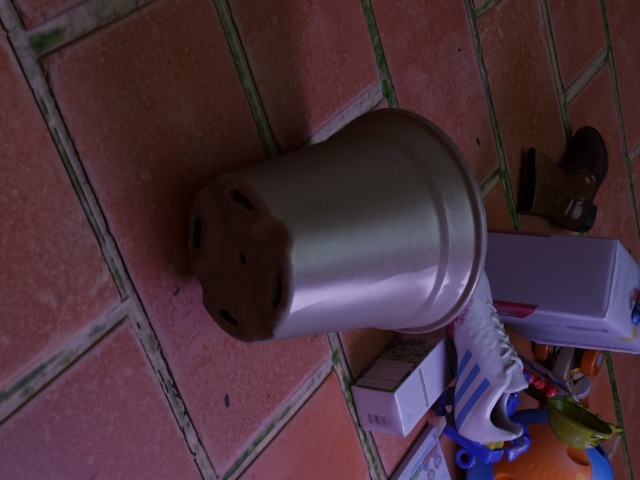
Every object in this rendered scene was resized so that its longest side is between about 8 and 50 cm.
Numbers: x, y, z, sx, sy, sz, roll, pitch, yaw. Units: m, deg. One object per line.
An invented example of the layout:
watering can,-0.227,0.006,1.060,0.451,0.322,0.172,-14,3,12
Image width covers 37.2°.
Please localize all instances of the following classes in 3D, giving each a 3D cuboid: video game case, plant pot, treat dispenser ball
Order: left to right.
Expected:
plant pot,0.000,0.000,1.299,0.305,0.334,0.334,-14,104,-40
video game case,0.190,0.452,1.789,0.157,0.019,0.143,-45,127,-41
treat dispenser ball,0.433,0.479,1.887,0.288,0.288,0.288,-6,97,-52

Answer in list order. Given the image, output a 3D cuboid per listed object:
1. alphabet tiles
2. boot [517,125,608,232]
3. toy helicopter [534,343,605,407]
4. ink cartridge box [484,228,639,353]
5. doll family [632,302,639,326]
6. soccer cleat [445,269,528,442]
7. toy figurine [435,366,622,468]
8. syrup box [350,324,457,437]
alphabet tiles,0.444,0.291,1.941,0.009,0.237,0.198,-46,129,-12
boot,0.541,-0.165,2.175,0.280,0.096,0.264,16,87,-45
toy helicopter,0.563,0.374,2.216,0.235,0.140,0.355,20,87,-61
ink cartridge box,0.500,0.109,1.932,0.385,0.279,0.160,30,68,-56
doll family,0.726,0.111,1.877,0.118,0.163,0.263,61,43,-42
soccer cleat,0.294,0.190,1.647,0.116,0.143,0.331,-14,104,-52
toy figurine,0.346,0.347,1.779,0.217,0.362,0.191,-60,149,4
syrup box,0.160,0.234,1.670,0.237,0.093,0.096,-38,121,-45
